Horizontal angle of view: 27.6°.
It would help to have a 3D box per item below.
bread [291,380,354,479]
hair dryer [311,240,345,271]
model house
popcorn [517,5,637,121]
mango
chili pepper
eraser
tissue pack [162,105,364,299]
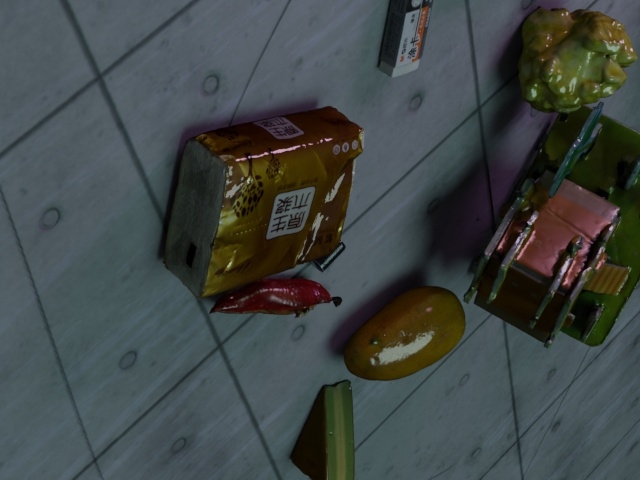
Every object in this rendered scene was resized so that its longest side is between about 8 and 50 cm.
[{"bbox_3d":[0.026,0.290,1.938,0.074,0.084,0.139,0,120,-52],"label":"bread"},{"bbox_3d":[0.000,0.000,1.687,0.047,0.026,0.083,-47,141,-16],"label":"hair dryer"},{"bbox_3d":[0.369,-0.011,1.862,0.358,0.242,0.313,-62,171,16],"label":"model house"},{"bbox_3d":[0.343,-0.241,1.782,0.173,0.173,0.142,-32,131,-32],"label":"popcorn"},{"bbox_3d":[0.123,0.137,1.900,0.227,0.109,0.147,-19,159,-44],"label":"mango"},{"bbox_3d":[-0.051,0.074,1.668,0.268,0.059,0.051,3,80,-51],"label":"chili pepper"},{"bbox_3d":[0.105,-0.259,1.567,0.052,0.029,0.122,-24,137,-39],"label":"eraser"},{"bbox_3d":[-0.063,-0.050,1.490,0.226,0.092,0.183,-16,133,-42],"label":"tissue pack"}]
